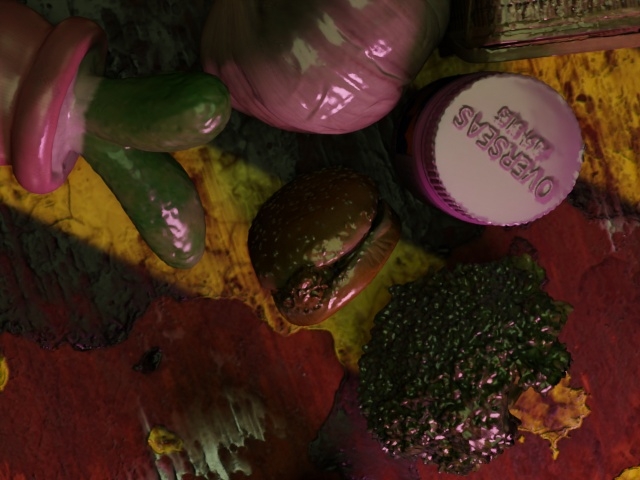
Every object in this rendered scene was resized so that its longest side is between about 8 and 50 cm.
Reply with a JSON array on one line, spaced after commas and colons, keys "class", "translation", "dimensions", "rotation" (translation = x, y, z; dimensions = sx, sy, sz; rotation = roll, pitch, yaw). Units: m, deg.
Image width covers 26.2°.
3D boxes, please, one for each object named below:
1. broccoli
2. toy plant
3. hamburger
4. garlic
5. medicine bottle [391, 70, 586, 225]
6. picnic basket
[{"class": "broccoli", "translation": [0.175, 0.139, 1.663], "dimensions": [0.288, 0.260, 0.235], "rotation": [-12, 116, 39]}, {"class": "toy plant", "translation": [-0.282, -0.134, 1.615], "dimensions": [0.356, 0.317, 0.210], "rotation": [16, 49, -3]}, {"class": "hamburger", "translation": [0.000, 0.000, 1.642], "dimensions": [0.189, 0.215, 0.122], "rotation": [-35, 112, 12]}, {"class": "garlic", "translation": [0.020, -0.263, 1.586], "dimensions": [0.317, 0.317, 0.259], "rotation": [-48, 126, 0]}, {"class": "medicine bottle", "translation": [0.188, -0.109, 1.611], "dimensions": [0.178, 0.290, 0.178], "rotation": [0, 95, -4]}, {"class": "picnic basket", "translation": [0.258, -0.298, 1.589], "dimensions": [0.228, 0.313, 0.175], "rotation": [-8, 96, -7]}]
